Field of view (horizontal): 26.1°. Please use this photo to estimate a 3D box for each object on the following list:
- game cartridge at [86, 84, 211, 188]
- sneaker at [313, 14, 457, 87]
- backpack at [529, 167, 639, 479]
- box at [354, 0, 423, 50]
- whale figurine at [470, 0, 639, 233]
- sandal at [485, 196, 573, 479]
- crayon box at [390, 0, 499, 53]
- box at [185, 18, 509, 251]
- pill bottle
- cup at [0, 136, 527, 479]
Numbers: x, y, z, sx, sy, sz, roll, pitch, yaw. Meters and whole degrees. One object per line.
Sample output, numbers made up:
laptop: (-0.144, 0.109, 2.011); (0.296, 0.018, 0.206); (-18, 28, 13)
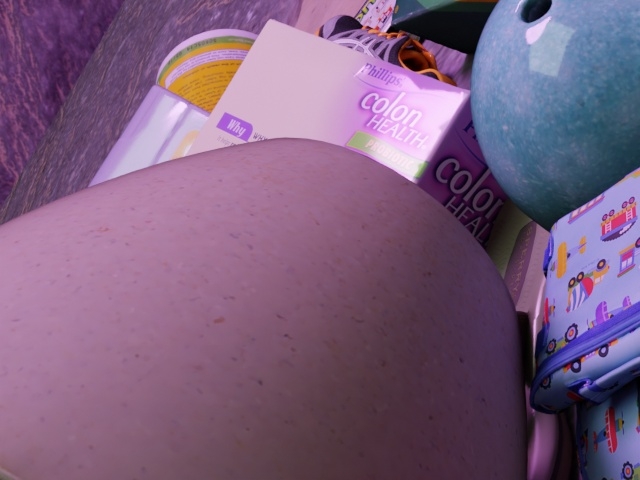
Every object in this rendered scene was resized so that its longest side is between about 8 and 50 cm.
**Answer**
game cartridge: (-0.089, 0.009, 1.117); (0.297, 0.062, 0.198); (30, 83, 37)
sneaker: (0.057, -0.142, 1.175); (0.083, 0.084, 0.215); (-48, 36, 16)
backpack: (0.166, 0.059, 0.578); (0.158, 0.117, 0.173); (-35, 33, 48)
box: (0.055, -0.191, 1.316); (0.207, 0.036, 0.114); (-53, 20, 13)
whale figurine: (0.192, -0.106, 0.710); (0.272, 0.141, 0.216); (-27, 43, 40)
sandal: (0.082, 0.077, 0.783); (0.120, 0.086, 0.303); (-34, 30, 47)
crayon box: (0.176, -0.266, 1.013); (0.323, 0.083, 0.203); (-3, 72, 65)
box: (0.000, 0.000, 0.941); (0.213, 0.117, 0.243); (28, 86, 46)
pill bottle: (-0.080, -0.069, 1.274); (0.136, 0.136, 0.246); (-44, 37, 31)
cup: (-0.040, 0.092, 0.618); (0.237, 0.331, 0.331); (-53, 15, -31)
